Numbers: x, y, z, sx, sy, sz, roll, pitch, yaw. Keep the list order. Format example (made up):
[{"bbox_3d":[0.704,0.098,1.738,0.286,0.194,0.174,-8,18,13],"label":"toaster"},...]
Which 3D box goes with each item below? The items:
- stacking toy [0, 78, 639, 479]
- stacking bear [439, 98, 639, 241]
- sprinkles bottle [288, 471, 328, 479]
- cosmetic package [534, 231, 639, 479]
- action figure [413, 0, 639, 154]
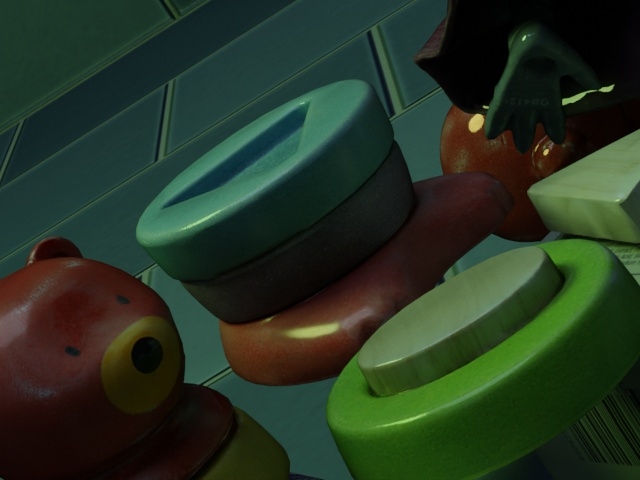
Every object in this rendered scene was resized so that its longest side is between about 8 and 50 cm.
[{"bbox_3d":[0.000,0.000,0.823,0.280,0.130,0.309,-22,18,33],"label":"stacking toy"},{"bbox_3d":[0.160,-0.106,1.199,0.175,0.164,0.289,-20,26,39],"label":"stacking bear"},{"bbox_3d":[-0.008,0.157,0.828,0.121,0.121,0.355,-41,18,-22],"label":"sprinkles bottle"},{"bbox_3d":[0.225,-0.016,0.888,0.309,0.113,0.160,-41,18,-25],"label":"cosmetic package"},{"bbox_3d":[0.135,-0.240,1.040,0.248,0.275,0.370,-8,51,24],"label":"action figure"}]
